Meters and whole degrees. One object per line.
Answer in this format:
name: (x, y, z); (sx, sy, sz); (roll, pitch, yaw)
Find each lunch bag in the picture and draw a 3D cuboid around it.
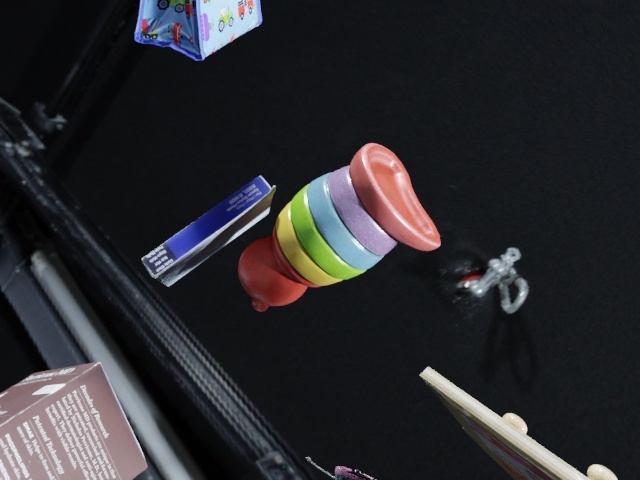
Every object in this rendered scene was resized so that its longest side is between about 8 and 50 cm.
lunch bag: (-0.193, -0.482, 1.099); (0.138, 0.221, 0.293); (20, -51, 14)

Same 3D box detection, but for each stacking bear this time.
stacking bear: (0.000, 0.000, 0.999); (0.289, 0.164, 0.175); (-34, -115, 24)

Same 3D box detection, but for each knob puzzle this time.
knob puzzle: (0.176, 0.174, 0.476); (0.213, 0.213, 0.030); (40, -101, 20)

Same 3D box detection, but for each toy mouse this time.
toy mouse: (0.045, 0.272, 0.718); (0.143, 0.161, 0.031); (23, -100, -7)

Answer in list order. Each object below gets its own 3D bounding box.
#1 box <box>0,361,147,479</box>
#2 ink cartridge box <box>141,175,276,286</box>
box: (-0.377, 0.285, 0.868); (0.169, 0.203, 0.166); (-15, -78, 34)
ink cartridge box: (-0.173, -0.015, 1.049); (0.223, 0.224, 0.045); (-37, -91, -11)
